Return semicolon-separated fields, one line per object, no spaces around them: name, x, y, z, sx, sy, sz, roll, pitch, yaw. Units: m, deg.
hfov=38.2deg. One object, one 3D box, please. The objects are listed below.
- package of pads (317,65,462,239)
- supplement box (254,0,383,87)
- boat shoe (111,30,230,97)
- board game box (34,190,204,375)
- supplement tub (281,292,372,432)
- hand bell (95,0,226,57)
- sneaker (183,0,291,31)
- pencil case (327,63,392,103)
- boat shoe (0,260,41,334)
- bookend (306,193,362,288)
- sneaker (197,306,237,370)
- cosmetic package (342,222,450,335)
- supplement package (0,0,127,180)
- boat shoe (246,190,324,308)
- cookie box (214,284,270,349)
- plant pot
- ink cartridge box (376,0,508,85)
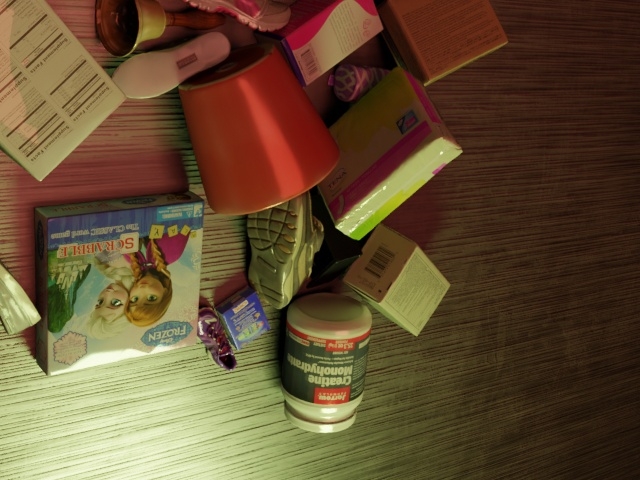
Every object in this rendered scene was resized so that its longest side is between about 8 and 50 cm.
package of pads;0.115;-0.181;1.874;0.296;0.229;0.101;-41;140;23
supplement box;-0.002;-0.413;1.817;0.220;0.114;0.111;-38;127;-17
boat shoe;-0.274;-0.320;1.672;0.228;0.076;0.080;-30;109;-17
board game box;-0.382;0.078;1.775;0.318;0.066;0.318;-9;115;-34
supplement tub;0.010;0.272;2.080;0.191;0.191;0.272;-10;115;-34
hand bell;-0.263;-0.395;1.648;0.242;0.126;0.126;-15;119;-45
sneaker;-0.148;-0.459;1.681;0.252;0.103;0.111;9;113;-42
pencil case;0.123;-0.326;1.968;0.206;0.088;0.086;4;110;-39
boat shoe;-0.572;0.087;1.616;0.081;0.079;0.227;-37;137;-17
bookend;0.000;0.000;2.016;0.072;0.156;0.157;-15;74;-32
sneaker;-0.218;0.209;1.956;0.068;0.071;0.170;-40;128;-17
cosmetic package;0.181;0.096;2.117;0.160;0.113;0.309;-56;153;-5
supplement package;-0.488;-0.271;1.448;0.198;0.199;0.263;-47;130;-12
boat shoe;-0.068;-0.011;1.906;0.130;0.132;0.355;-40;158;-35
cookie box;-0.167;0.166;1.996;0.092;0.040;0.107;-33;127;-21
plant pot;-0.129;-0.219;1.728;0.275;0.275;0.243;-34;116;-21
ink cartridge box;0.254;-0.452;1.961;0.234;0.088;0.193;-29;93;-24
